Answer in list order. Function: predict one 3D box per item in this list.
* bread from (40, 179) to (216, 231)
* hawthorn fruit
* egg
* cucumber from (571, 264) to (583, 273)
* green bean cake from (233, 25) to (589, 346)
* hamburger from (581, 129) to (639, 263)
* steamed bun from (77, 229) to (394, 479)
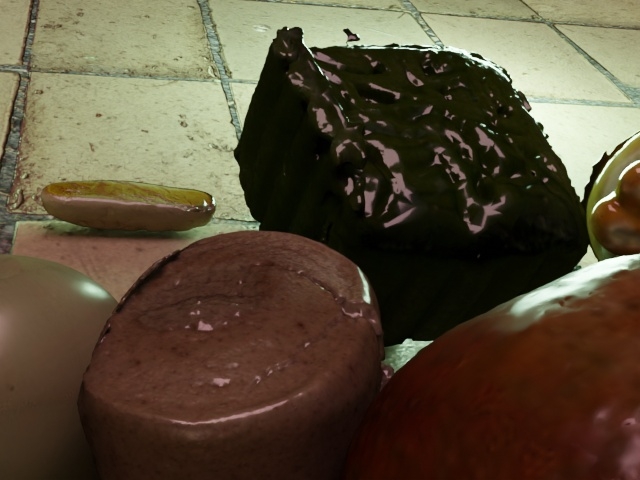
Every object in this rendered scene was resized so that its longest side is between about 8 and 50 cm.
[{"bbox_3d":[-0.236,-0.040,1.276,0.214,0.053,0.073,3,33,-16],"label":"bread"},{"bbox_3d":[0.228,0.185,0.627,0.402,0.403,0.403,7,29,-4],"label":"hawthorn fruit"},{"bbox_3d":[-0.261,0.120,0.809,0.219,0.219,0.269,27,20,30],"label":"egg"},{"bbox_3d":[0.291,0.078,1.174,0.096,0.096,0.359,-10,32,-31],"label":"cucumber"},{"bbox_3d":[0.099,-0.072,1.112,0.319,0.218,0.335,-6,55,-28],"label":"green bean cake"},{"bbox_3d":[0.438,-0.015,1.182,0.302,0.261,0.186,37,22,-19],"label":"hamburger"},{"bbox_3d":[-0.038,0.133,0.789,0.199,0.252,0.301,0,25,13],"label":"steamed bun"}]
